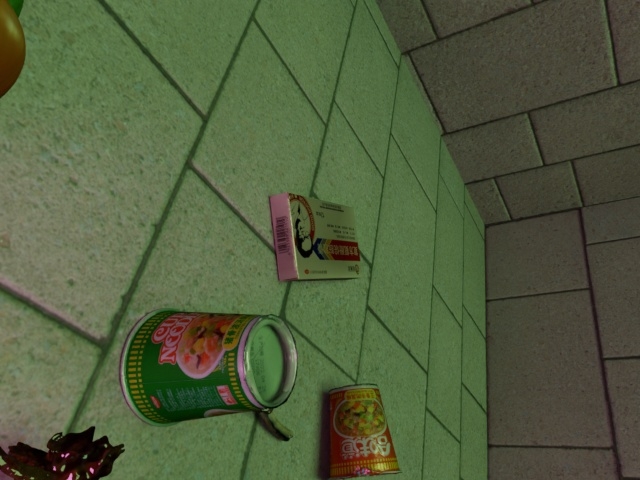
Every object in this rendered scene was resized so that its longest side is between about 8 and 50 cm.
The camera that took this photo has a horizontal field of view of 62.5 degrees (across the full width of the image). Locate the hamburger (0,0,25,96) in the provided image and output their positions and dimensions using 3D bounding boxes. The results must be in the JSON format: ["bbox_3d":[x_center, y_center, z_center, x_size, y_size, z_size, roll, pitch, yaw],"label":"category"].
[{"bbox_3d":[-0.445,-0.228,0.396,0.396,0.396,0.277,-2,82,-60],"label":"hamburger"}]

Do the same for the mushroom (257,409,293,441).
[{"bbox_3d":[-0.103,0.373,1.119,0.060,0.061,0.187,-53,139,-36],"label":"mushroom"}]

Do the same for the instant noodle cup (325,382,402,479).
[{"bbox_3d":[0.094,0.473,1.309,0.193,0.193,0.212,30,47,-53],"label":"instant noodle cup"}]

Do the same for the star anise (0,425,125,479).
[{"bbox_3d":[-0.338,0.278,0.566,0.237,0.148,0.346,-38,80,-24],"label":"star anise"}]

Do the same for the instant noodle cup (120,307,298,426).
[{"bbox_3d":[-0.168,0.204,0.870,0.207,0.233,0.207,29,56,-55],"label":"instant noodle cup"}]

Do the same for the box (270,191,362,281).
[{"bbox_3d":[0.000,0.000,1.409,0.353,0.069,0.214,4,76,-58],"label":"box"}]
